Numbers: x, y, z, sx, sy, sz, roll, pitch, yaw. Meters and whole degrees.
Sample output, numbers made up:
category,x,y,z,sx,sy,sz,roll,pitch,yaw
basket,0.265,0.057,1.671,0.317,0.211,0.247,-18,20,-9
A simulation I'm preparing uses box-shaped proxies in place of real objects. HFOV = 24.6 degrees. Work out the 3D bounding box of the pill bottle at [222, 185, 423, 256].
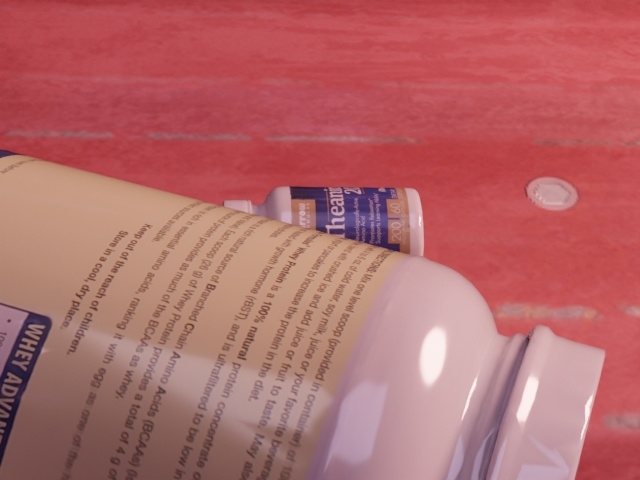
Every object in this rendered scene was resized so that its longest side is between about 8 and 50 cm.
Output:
category,x,y,z,sx,sy,sz,roll,pitch,yaw
pill bottle,0.000,0.000,0.896,0.120,0.067,0.067,0,41,-5

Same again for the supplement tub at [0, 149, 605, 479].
category,x,y,z,sx,sy,sz,roll,pitch,yaw
supplement tub,-0.057,0.101,0.648,0.324,0.235,0.235,15,42,11
